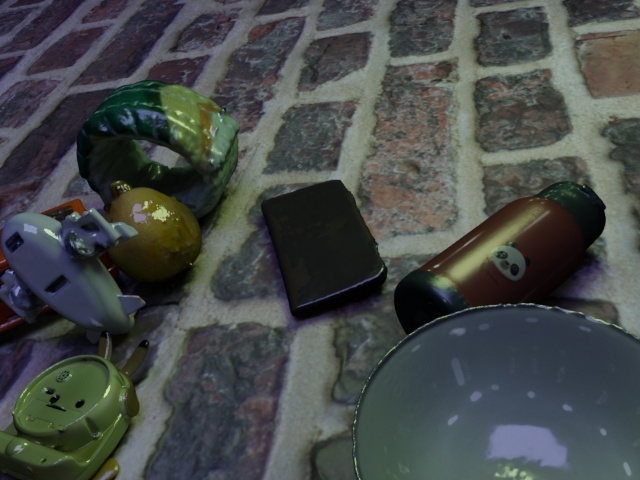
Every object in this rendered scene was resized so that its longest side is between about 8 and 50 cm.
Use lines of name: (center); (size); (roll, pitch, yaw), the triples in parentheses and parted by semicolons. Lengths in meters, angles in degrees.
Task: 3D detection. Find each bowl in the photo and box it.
bowl: (0.207, 0.233, 0.692); (0.337, 0.158, 0.337); (-8, 37, 6)

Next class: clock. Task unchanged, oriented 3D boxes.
clock: (-0.334, 0.222, 0.931); (0.170, 0.069, 0.232); (5, 40, 29)

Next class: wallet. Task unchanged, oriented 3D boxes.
wallet: (0.000, 0.000, 1.134); (0.165, 0.042, 0.309); (-18, 37, -3)

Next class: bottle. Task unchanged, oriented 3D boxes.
bottle: (0.266, 0.032, 0.938); (0.336, 0.144, 0.144); (-32, 42, -24)

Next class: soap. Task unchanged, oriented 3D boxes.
soap: (-0.297, 0.312, 0.861); (0.089, 0.012, 0.034); (-38, 43, -27)

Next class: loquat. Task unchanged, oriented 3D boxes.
loquat: (-0.288, -0.015, 1.134); (0.149, 0.204, 0.172); (-40, 2, 7)

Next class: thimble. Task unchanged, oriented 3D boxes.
thimble: (-0.291, -0.160, 1.248); (0.288, 0.254, 0.167); (-4, 40, 16)

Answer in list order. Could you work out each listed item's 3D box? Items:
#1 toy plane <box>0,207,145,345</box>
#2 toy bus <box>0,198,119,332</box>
toy plane: (-0.378, 0.052, 1.035); (0.244, 0.245, 0.117); (-8, 22, 8)
toy bus: (-0.519, 0.064, 1.124); (0.329, 0.153, 0.143); (-26, 40, -14)
